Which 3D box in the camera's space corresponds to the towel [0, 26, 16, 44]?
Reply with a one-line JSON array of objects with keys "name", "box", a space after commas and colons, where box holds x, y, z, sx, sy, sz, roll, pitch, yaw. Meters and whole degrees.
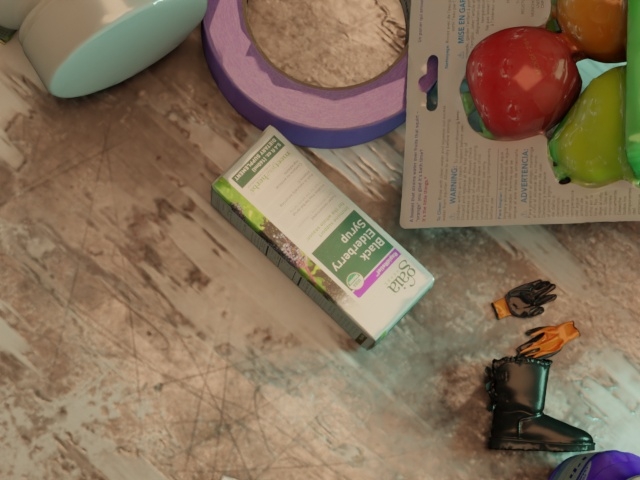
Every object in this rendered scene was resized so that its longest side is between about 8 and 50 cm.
[{"name": "towel", "box": [-0.342, -0.261, 1.735, 0.060, 0.009, 0.083, 34, 79, 1]}]

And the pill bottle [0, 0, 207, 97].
[{"name": "pill bottle", "box": [-0.294, -0.358, 1.643, 0.224, 0.224, 0.392, -30, 82, -9]}]

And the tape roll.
[{"name": "tape roll", "box": [0.008, -0.242, 1.721, 0.275, 0.090, 0.274, 1, 80, -4]}]

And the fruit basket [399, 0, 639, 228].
[{"name": "fruit basket", "box": [0.259, -0.169, 1.608, 0.353, 0.165, 0.327, -4, 75, 26]}]

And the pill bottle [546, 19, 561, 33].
[{"name": "pill bottle", "box": [0.261, -0.300, 1.729, 0.103, 0.103, 0.184, -13, 94, -7]}]

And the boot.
[{"name": "boot", "box": [0.232, 0.174, 1.688, 0.121, 0.045, 0.099, 3, 82, 1]}]

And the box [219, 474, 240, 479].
[{"name": "box", "box": [-0.087, 0.347, 1.596, 0.103, 0.114, 0.203, 21, 80, -1]}]

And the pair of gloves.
[{"name": "pair of gloves", "box": [0.232, 0.087, 1.721, 0.074, 0.010, 0.083, -25, 81, -6]}]

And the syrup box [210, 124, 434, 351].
[{"name": "syrup box", "box": [0.000, 0.000, 1.674, 0.237, 0.096, 0.093, 43, 79, 4]}]

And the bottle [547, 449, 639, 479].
[{"name": "bottle", "box": [0.282, 0.264, 1.556, 0.092, 0.283, 0.118, 24, 80, 0]}]
